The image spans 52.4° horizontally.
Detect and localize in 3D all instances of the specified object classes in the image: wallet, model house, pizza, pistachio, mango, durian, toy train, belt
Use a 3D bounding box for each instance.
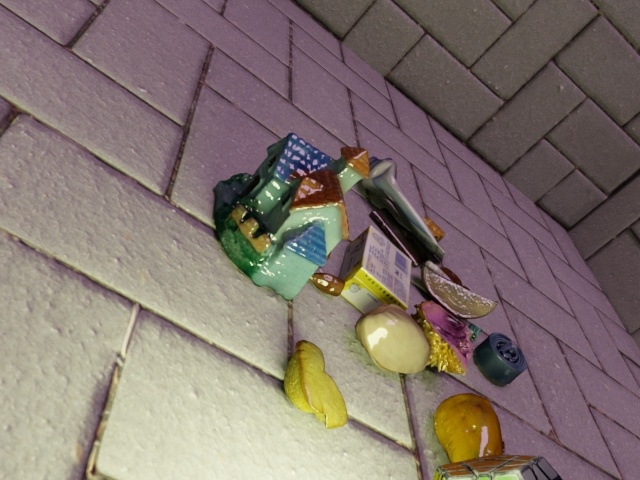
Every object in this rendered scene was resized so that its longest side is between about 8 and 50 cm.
[{"bbox_3d":[0.259,-0.016,2.123,0.232,0.031,0.122,50,27,12],"label":"wallet"},{"bbox_3d":[-0.042,-0.094,1.443,0.251,0.329,0.295,35,25,-27],"label":"model house"},{"bbox_3d":[0.396,-0.038,2.359,0.160,0.036,0.099,2,49,-56],"label":"pizza"},{"bbox_3d":[0.170,0.230,1.517,0.223,0.126,0.152,31,62,-37],"label":"pistachio"},{"bbox_3d":[0.326,0.439,1.431,0.156,0.151,0.249,12,35,3],"label":"mango"},{"bbox_3d":[0.304,0.250,1.712,0.191,0.112,0.341,37,16,4],"label":"durian"},{"bbox_3d":[0.469,0.281,2.001,0.045,0.029,0.092,33,19,13],"label":"toy train"},{"bbox_3d":[0.535,0.350,1.931,0.141,0.082,0.190,52,27,21],"label":"belt"}]

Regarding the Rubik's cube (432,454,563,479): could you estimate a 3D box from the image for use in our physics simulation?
[{"bbox_3d":[0.313,0.520,1.120,0.264,0.319,0.319,-34,79,-38],"label":"Rubik's cube"}]

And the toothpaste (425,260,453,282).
[{"bbox_3d":[0.391,0.122,2.045,0.190,0.031,0.048,38,9,-32],"label":"toothpaste"}]

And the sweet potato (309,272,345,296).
[{"bbox_3d":[0.003,0.098,1.557,0.117,0.049,0.049,22,32,-21],"label":"sweet potato"}]

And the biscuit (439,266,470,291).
[{"bbox_3d":[0.448,0.160,2.152,0.175,0.026,0.124,45,29,1],"label":"biscuit"}]

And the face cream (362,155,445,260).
[{"bbox_3d":[0.287,-0.109,2.191,0.420,0.137,0.235,53,0,12],"label":"face cream"}]

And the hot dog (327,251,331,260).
[{"bbox_3d":[0.000,0.000,1.690,0.071,0.045,0.165,37,26,-12],"label":"hot dog"}]

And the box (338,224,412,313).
[{"bbox_3d":[0.146,0.089,1.715,0.168,0.097,0.265,40,25,-11],"label":"box"}]

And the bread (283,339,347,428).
[{"bbox_3d":[-0.013,0.279,1.241,0.149,0.065,0.188,42,20,-32],"label":"bread"}]

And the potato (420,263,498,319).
[{"bbox_3d":[0.396,0.184,1.993,0.261,0.100,0.120,26,-18,0],"label":"potato"}]
